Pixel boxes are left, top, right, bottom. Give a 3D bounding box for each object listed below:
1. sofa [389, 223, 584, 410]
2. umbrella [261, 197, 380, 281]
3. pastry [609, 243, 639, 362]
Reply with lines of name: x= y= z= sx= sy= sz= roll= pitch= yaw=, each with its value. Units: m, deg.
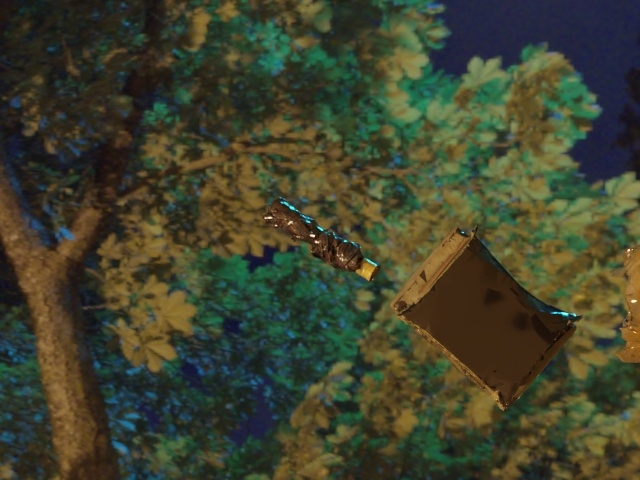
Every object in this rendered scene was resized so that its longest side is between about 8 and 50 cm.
sofa: x=0.259 y=0.126 z=1.524 sx=0.258 sy=0.182 sz=0.200 roll=40 pitch=-98 yaw=4
umbrella: x=0.000 y=0.000 z=1.052 sx=0.040 sy=0.144 sz=0.037 roll=-44 pitch=-20 yaw=-41
pastry: x=0.538 y=0.084 z=1.171 sx=0.136 sy=0.330 sz=0.329 roll=-58 pitch=-47 yaw=-41
